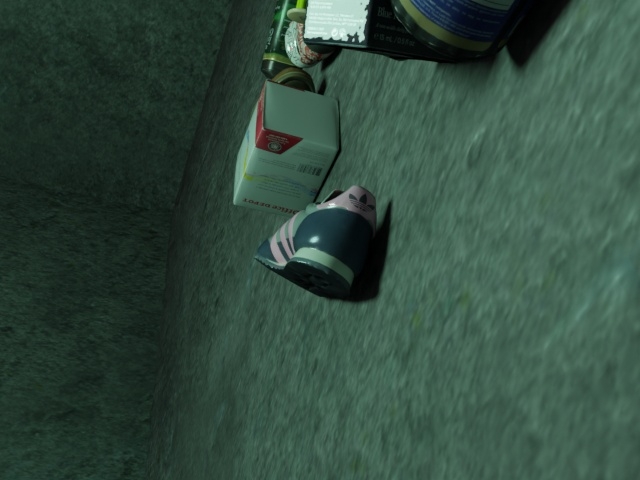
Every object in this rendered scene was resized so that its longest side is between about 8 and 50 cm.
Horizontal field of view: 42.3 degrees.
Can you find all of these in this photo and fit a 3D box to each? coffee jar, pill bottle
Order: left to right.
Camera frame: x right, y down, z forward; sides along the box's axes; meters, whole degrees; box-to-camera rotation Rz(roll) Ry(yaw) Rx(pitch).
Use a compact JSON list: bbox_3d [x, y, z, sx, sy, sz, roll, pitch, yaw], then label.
[{"bbox_3d":[-0.068,-0.421,1.713,0.096,0.079,0.184,-145,69,-74],"label":"coffee jar"},{"bbox_3d":[0.155,-0.270,0.699,0.219,0.123,0.123,121,157,-48],"label":"pill bottle"}]

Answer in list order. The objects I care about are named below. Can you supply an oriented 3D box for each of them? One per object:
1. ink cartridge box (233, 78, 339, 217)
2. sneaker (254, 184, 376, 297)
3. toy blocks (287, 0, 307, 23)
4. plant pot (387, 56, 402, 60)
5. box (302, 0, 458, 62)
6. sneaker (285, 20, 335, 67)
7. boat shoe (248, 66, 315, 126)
[{"bbox_3d":[-0.058,-0.144,1.353,0.176,0.128,0.127,118,159,-44],"label":"ink cartridge box"},{"bbox_3d":[0.000,0.000,1.118,0.131,0.112,0.319,-62,16,-9],"label":"sneaker"},{"bbox_3d":[0.013,-0.415,1.333,0.054,0.123,0.148,-1,76,57],"label":"toy blocks"},{"bbox_3d":[0.053,-0.391,1.038,0.284,0.191,0.284,-167,90,-74],"label":"plant pot"},{"bbox_3d":[0.074,-0.271,0.849,0.093,0.156,0.158,16,105,42],"label":"box"},{"bbox_3d":[-0.004,-0.443,1.480,0.145,0.090,0.270,156,123,-68],"label":"sneaker"},{"bbox_3d":[-0.090,-0.217,1.564,0.307,0.111,0.104,118,157,-44],"label":"boat shoe"}]
